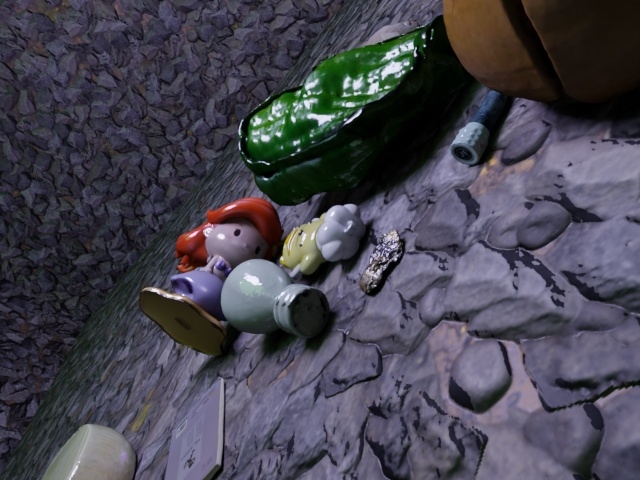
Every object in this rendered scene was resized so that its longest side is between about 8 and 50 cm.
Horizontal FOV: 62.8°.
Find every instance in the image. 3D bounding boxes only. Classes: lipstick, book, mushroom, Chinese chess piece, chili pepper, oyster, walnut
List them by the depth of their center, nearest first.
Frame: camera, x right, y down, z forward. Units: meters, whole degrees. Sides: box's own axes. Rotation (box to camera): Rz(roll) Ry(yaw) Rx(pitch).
[{"bbox_3d":[0.215,-0.225,0.445,0.203,0.203,0.298,-52,12,4],"label":"walnut"},{"bbox_3d":[0.189,-0.140,0.599,0.116,0.037,0.037,-56,20,-20],"label":"lipstick"},{"bbox_3d":[0.068,0.022,0.612,0.083,0.019,0.054,-55,20,-5],"label":"oyster"},{"bbox_3d":[-0.174,0.285,0.720,0.127,0.014,0.182,-49,20,10],"label":"book"},{"bbox_3d":[0.048,-0.176,0.796,0.384,0.167,0.213,-22,50,35],"label":"chili pepper"},{"bbox_3d":[-0.411,0.434,0.868,0.250,0.101,0.250,-44,22,23],"label":"Chinese chess piece"},{"bbox_3d":[0.103,-0.309,0.978,0.247,0.108,0.096,-59,-20,-22],"label":"mushroom"}]

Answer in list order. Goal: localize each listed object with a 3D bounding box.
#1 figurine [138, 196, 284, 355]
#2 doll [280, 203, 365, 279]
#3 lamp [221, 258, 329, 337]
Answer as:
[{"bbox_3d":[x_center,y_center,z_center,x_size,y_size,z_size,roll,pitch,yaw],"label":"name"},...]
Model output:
[{"bbox_3d":[-0.186,0.048,0.921,0.208,0.180,0.257,106,-169,-51],"label":"figurine"},{"bbox_3d":[0.000,0.000,0.738,0.162,0.062,0.106,-22,41,53],"label":"doll"},{"bbox_3d":[-0.063,0.083,0.701,0.193,0.106,0.106,8,63,56],"label":"lamp"}]
